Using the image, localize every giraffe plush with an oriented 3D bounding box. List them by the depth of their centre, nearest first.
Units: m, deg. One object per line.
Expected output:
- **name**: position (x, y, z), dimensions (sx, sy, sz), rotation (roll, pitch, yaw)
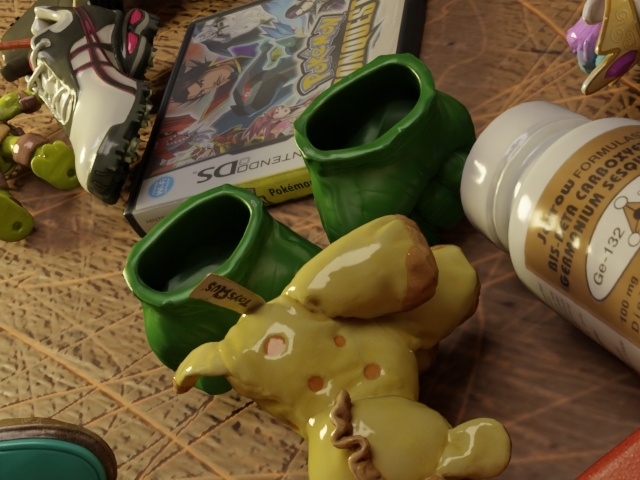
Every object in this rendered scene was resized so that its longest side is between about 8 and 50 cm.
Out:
- **giraffe plush**: position (0.031, 0.101, 0.831), dimensions (0.181, 0.210, 0.170), rotation (-50, 56, 29)

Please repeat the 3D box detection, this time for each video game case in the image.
- **video game case**: position (-0.033, -0.134, 1.221), dimensions (0.248, 0.035, 0.274), rotation (-13, 42, 24)

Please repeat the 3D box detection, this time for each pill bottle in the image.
- **pill bottle**: position (0.191, -0.002, 0.842), dimensions (0.131, 0.131, 0.229), rotation (-40, 38, -8)

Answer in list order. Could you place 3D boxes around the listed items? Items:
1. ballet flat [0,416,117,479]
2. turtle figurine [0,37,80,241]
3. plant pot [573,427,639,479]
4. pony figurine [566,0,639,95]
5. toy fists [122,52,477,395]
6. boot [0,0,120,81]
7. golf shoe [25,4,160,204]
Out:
- **ballet flat**: position (-0.299, 0.211, 0.999), dimensions (0.342, 0.116, 0.124), rotation (-34, 18, 6)
- **turtle figurine**: position (-0.331, -0.080, 1.331), dimensions (0.269, 0.087, 0.217), rotation (-35, 45, -16)
- **plant pot**: position (0.166, 0.239, 0.520), dimensions (0.236, 0.267, 0.267), rotation (-31, 36, 26)
- **pony figurine**: position (0.281, -0.300, 0.999), dimensions (0.363, 0.303, 0.351), rotation (-32, 58, 8)
- **toy fists**: position (0.000, 0.000, 0.971), dimensions (0.279, 0.142, 0.096), rotation (-40, 52, -8)
- **boot**: position (-0.292, -0.269, 1.524), dimensions (0.137, 0.077, 0.198), rotation (-25, 37, 19)
- **golf shoe**: position (-0.215, -0.127, 1.254), dimensions (0.273, 0.120, 0.105), rotation (-98, 26, -55)
